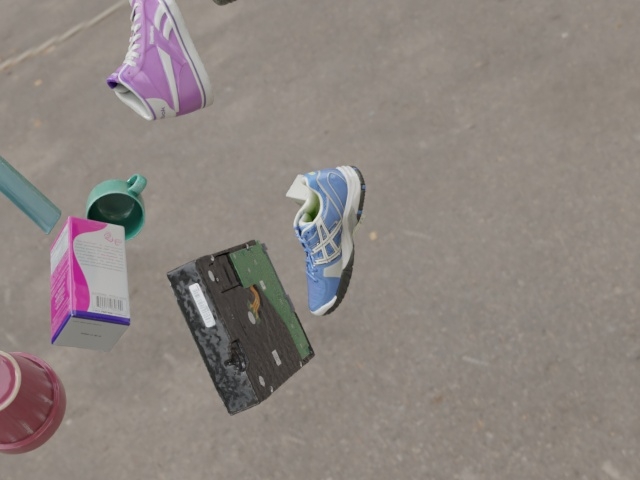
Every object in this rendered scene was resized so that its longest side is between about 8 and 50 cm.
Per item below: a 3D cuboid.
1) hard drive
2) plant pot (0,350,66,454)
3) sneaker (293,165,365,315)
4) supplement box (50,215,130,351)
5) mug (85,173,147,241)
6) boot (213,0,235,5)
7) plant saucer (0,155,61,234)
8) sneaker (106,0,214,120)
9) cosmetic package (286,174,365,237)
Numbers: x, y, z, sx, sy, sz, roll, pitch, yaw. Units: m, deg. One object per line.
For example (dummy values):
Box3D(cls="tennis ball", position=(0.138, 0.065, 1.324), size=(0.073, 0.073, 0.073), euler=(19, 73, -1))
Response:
Box3D(cls="hard drive", position=(-0.120, 0.127, 1.623), size=(0.064, 0.237, 0.339), euler=(-24, 1, 16))
Box3D(cls="plant pot", position=(-0.615, 0.300, 1.949), size=(0.201, 0.180, 0.201), euler=(-1, 67, 2))
Box3D(cls="sneaker", position=(0.000, 0.000, 1.360), size=(0.081, 0.211, 0.080), euler=(1, 14, -26))
Box3D(cls="supplement box", position=(-0.423, 0.079, 1.837), size=(0.114, 0.111, 0.220), euler=(-47, 41, 41))
Box3D(cls="mug", position=(-0.448, -0.077, 2.259), size=(0.158, 0.129, 0.097), euler=(-20, 30, -1))
Box3D(cls="boot", position=(-0.236, -0.410, 1.468), size=(0.161, 0.246, 0.083), euler=(-33, -13, 7))
Box3D(cls="plant saucer", position=(-0.528, -0.094, 1.739), size=(0.067, 0.192, 0.018), euler=(-43, 7, 45))
Box3D(cls="sneaker", position=(-0.314, -0.341, 1.759), size=(0.161, 0.282, 0.102), euler=(-22, -14, -22))
Box3D(cls="cosmetic package", position=(0.009, -0.053, 1.554), size=(0.060, 0.115, 0.041), euler=(16, 73, 52))
